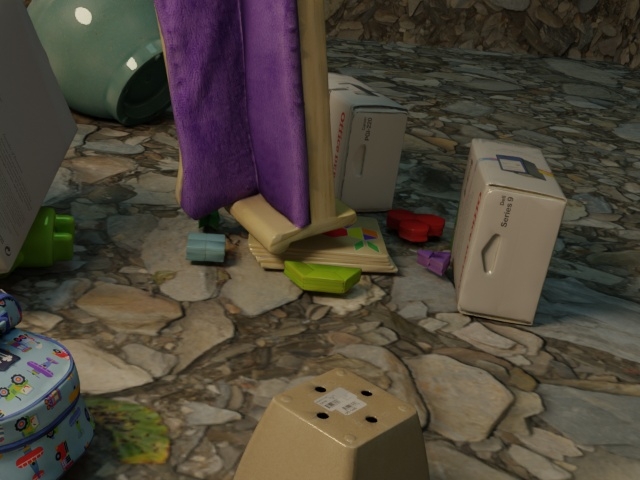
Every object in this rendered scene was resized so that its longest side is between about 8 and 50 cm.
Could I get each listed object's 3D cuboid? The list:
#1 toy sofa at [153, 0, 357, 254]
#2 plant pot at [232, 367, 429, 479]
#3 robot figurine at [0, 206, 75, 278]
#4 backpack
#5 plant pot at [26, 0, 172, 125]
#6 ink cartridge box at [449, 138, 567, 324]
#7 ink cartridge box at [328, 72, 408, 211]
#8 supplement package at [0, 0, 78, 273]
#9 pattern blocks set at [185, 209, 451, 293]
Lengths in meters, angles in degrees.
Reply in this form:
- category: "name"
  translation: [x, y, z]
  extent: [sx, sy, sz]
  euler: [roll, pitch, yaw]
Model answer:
- category: "toy sofa"
  translation: [-0.075, -0.174, 0.948]
  extent: [0.177, 0.362, 0.150]
  euler: [-17, 30, -24]
- category: "plant pot"
  translation: [0.011, 0.153, 0.585]
  extent: [0.109, 0.096, 0.109]
  euler: [25, 27, 36]
- category: "robot figurine"
  translation: [-0.324, -0.004, 0.912]
  extent: [0.115, 0.067, 0.101]
  euler: [3, 53, -13]
- category: "backpack"
  translation: [-0.249, 0.106, 0.592]
  extent: [0.173, 0.117, 0.158]
  euler: [14, 22, 14]
- category: "plant pot"
  translation: [-0.348, -0.327, 1.488]
  extent: [0.196, 0.293, 0.293]
  euler: [44, 33, 15]
- category: "ink cartridge box"
  translation: [0.212, -0.018, 1.003]
  extent: [0.093, 0.154, 0.212]
  euler: [11, 21, 4]
- category: "ink cartridge box"
  translation: [0.038, -0.153, 1.282]
  extent: [0.092, 0.158, 0.218]
  euler: [0, 23, -20]
- category: "supplement package"
  translation: [-0.394, -0.110, 0.834]
  extent: [0.198, 0.199, 0.263]
  euler: [-9, 37, 8]
- category: "pattern blocks set"
  translation: [0.000, 0.000, 1.063]
  extent: [0.325, 0.026, 0.285]
  euler: [8, 21, 2]
